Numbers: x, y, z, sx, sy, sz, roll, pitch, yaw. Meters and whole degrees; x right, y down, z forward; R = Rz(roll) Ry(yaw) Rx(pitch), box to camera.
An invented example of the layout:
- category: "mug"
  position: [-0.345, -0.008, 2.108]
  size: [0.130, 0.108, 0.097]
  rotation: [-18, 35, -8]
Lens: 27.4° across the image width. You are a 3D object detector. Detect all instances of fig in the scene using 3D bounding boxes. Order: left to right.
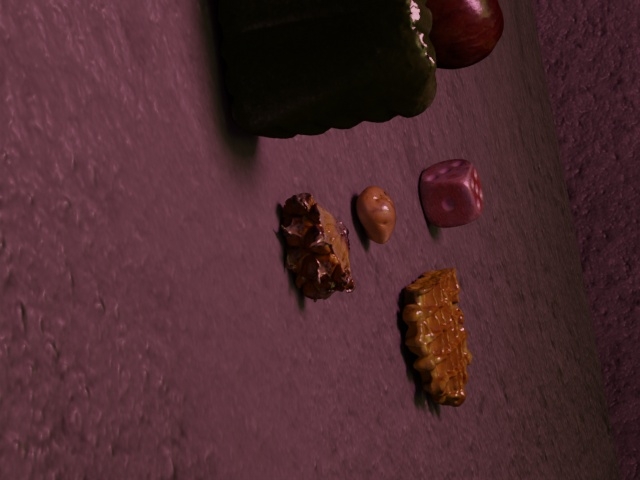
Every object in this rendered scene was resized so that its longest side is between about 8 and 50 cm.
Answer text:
- category: "fig"
  position: [0.205, -0.382, 2.234]
  size: [0.205, 0.205, 0.205]
  rotation: [-9, 90, -71]

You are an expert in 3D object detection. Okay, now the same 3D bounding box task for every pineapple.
- category: "pineapple"
  position: [0.000, 0.000, 1.634]
  size: [0.116, 0.069, 0.137]
  rotation: [-50, 126, -64]

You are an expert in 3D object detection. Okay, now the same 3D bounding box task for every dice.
- category: "dice"
  position: [0.227, -0.082, 2.271]
  size: [0.091, 0.093, 0.094]
  rotation: [-63, 141, -59]

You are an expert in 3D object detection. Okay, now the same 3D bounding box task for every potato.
- category: "potato"
  position: [0.080, -0.036, 1.904]
  size: [0.068, 0.062, 0.083]
  rotation: [-45, 147, -49]

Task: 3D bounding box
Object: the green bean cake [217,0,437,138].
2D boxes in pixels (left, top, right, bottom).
- category: "green bean cake"
  position: [0.013, -0.237, 1.502]
  size: [0.125, 0.248, 0.222]
  rotation: [-7, 91, -71]

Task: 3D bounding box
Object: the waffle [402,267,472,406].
- category: "waffle"
  position: [0.187, 0.169, 2.103]
  size: [0.229, 0.057, 0.219]
  rotation: [-28, 108, -69]
